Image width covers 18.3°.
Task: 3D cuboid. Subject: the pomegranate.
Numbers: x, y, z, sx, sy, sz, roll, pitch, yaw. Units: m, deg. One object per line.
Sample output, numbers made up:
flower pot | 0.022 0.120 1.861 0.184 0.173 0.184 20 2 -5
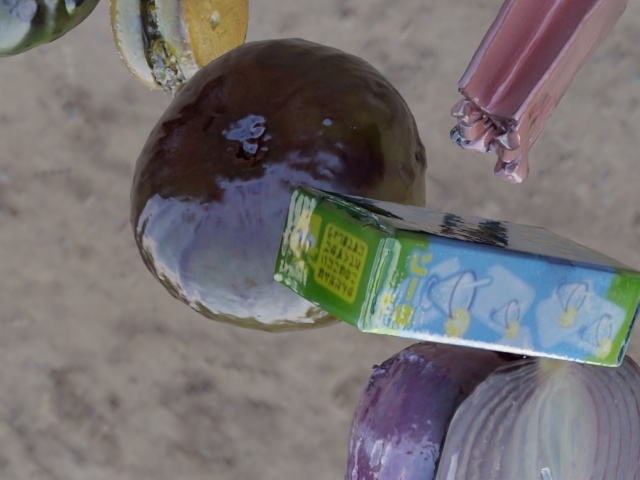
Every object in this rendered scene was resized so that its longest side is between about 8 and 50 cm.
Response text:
pomegranate | -0.213 -0.186 1.406 0.125 0.138 0.163 42 163 21

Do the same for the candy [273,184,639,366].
candy | 0.080 0.020 1.116 0.097 0.194 0.062 27 105 53

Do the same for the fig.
fig | 0.000 0.000 1.471 0.217 0.217 0.321 14 158 29

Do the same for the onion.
onion | 0.119 0.224 1.537 0.159 0.267 0.349 11 100 49

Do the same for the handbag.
handbag | 0.138 -0.120 1.209 0.059 0.157 0.212 31 177 7

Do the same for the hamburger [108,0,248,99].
hamburger | -0.155 -0.243 2.158 0.118 0.182 0.191 -1 110 25
